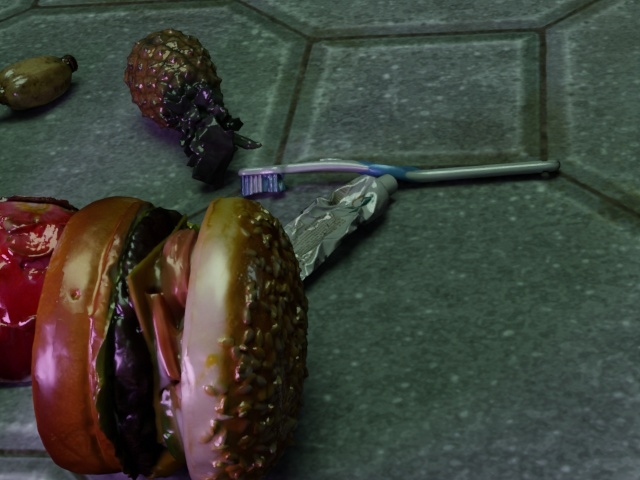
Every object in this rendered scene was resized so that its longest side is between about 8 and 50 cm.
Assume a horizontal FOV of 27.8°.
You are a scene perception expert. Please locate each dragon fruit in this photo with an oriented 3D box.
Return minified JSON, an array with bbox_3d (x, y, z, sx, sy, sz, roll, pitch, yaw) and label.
[{"bbox_3d":[-0.310,0.056,1.380,0.261,0.163,0.189,-9,65,-1],"label":"dragon fruit"}]

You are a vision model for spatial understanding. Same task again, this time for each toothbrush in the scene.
[{"bbox_3d":[0.092,-0.085,1.550,0.385,0.040,0.040,-4,38,6],"label":"toothbrush"}]

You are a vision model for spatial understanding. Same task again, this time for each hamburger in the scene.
[{"bbox_3d":[-0.122,0.095,1.179,0.225,0.291,0.291,3,39,7],"label":"hamburger"}]

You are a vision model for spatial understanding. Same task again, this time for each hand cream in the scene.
[{"bbox_3d":[0.000,-0.003,1.460,0.084,0.050,0.257,29,54,35],"label":"hand cream"}]

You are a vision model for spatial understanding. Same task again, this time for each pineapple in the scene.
[{"bbox_3d":[-0.165,-0.167,1.653,0.128,0.128,0.248,-20,45,-15],"label":"pineapple"}]

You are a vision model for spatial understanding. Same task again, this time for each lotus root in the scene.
[{"bbox_3d":[-0.403,-0.215,1.798,0.152,0.063,0.072,-26,67,-31],"label":"lotus root"}]
